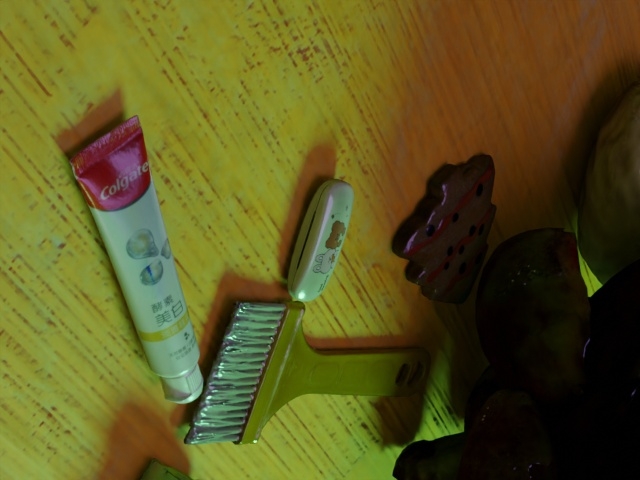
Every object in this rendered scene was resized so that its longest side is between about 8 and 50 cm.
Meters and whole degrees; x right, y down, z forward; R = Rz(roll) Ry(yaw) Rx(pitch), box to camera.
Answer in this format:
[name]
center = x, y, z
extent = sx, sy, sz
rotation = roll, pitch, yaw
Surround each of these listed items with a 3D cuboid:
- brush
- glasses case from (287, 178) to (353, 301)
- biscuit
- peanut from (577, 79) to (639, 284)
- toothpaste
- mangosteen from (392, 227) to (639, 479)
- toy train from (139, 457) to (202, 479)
[brush]
center = 0.006, 0.093, 0.988
extent = 0.272, 0.013, 0.103
rotation = 7, 106, -55
[glasses case]
center = 0.000, 0.000, 0.910
extent = 0.032, 0.021, 0.083
rotation = 0, 111, -55
[biscuit]
center = 0.101, -0.001, 1.046
extent = 0.119, 0.019, 0.130
rotation = -43, 141, -28
[peanut]
center = 0.313, -0.056, 1.211
extent = 0.233, 0.110, 0.196
rotation = -20, 124, -46
[toothpaste]
center = -0.097, 0.019, 0.790
extent = 0.048, 0.031, 0.190
rotation = -38, 135, -28
[mangosteen]
center = 0.296, 0.165, 1.081
extent = 0.381, 0.421, 0.381
rotation = -48, 150, -39
[toy train]
center = -0.134, 0.261, 0.879
extent = 0.085, 0.053, 0.249
rotation = 33, 85, -47
